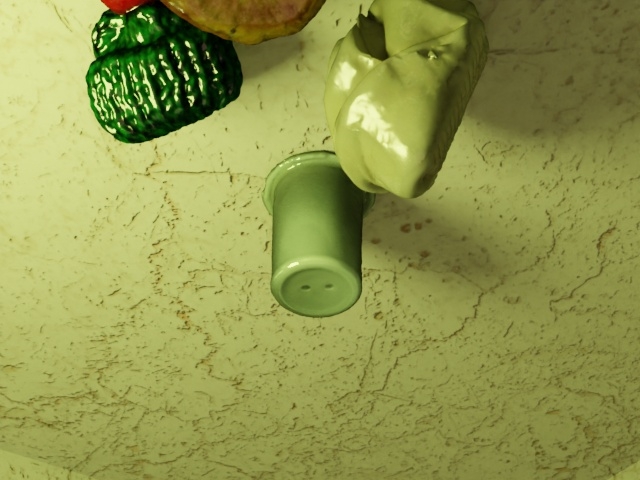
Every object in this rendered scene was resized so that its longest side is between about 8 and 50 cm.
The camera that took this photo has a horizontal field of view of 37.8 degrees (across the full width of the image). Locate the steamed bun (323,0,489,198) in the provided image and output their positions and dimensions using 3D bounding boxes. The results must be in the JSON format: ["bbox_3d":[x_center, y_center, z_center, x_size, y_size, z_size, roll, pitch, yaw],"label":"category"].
[{"bbox_3d":[0.135,-0.267,1.617,0.255,0.367,0.342,24,175,9],"label":"steamed bun"}]

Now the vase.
[{"bbox_3d":[0.000,0.000,1.902,0.245,0.291,0.245,-1,137,0],"label":"vase"}]

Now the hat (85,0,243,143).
[{"bbox_3d":[-0.302,-0.355,1.627,0.274,0.242,0.332,-20,109,0],"label":"hat"}]

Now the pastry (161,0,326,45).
[{"bbox_3d":[-0.126,-0.476,1.461,0.356,0.164,0.356,-5,119,-8],"label":"pastry"}]
